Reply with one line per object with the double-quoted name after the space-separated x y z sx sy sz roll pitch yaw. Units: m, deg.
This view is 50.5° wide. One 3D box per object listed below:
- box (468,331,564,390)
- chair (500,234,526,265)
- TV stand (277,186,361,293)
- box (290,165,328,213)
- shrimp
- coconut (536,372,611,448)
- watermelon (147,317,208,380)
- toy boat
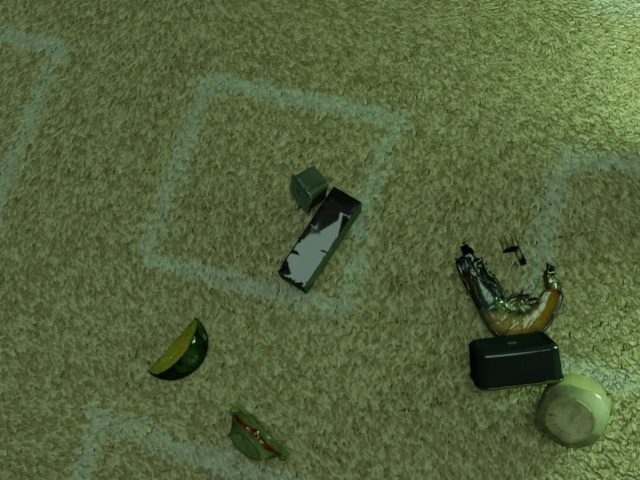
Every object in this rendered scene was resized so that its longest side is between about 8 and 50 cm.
0.454 0.280 1.594 0.201 0.144 0.090 -7 97 4 "box"
0.489 0.026 1.729 0.042 0.037 0.086 -13 69 -11 "chair"
0.000 0.000 1.757 0.088 0.083 0.269 31 80 11 "TV stand"
-0.029 -0.136 1.781 0.069 0.122 0.084 -33 75 -17 "box"
0.472 0.106 1.684 0.222 0.054 0.290 -36 82 3 "shrimp"
0.583 0.390 1.564 0.161 0.162 0.161 2 93 28 "coconut"
-0.342 0.296 1.728 0.181 0.075 0.092 -51 33 -11 "watermelon"
-0.163 0.478 1.642 0.185 0.071 0.089 39 123 14 "toy boat"
